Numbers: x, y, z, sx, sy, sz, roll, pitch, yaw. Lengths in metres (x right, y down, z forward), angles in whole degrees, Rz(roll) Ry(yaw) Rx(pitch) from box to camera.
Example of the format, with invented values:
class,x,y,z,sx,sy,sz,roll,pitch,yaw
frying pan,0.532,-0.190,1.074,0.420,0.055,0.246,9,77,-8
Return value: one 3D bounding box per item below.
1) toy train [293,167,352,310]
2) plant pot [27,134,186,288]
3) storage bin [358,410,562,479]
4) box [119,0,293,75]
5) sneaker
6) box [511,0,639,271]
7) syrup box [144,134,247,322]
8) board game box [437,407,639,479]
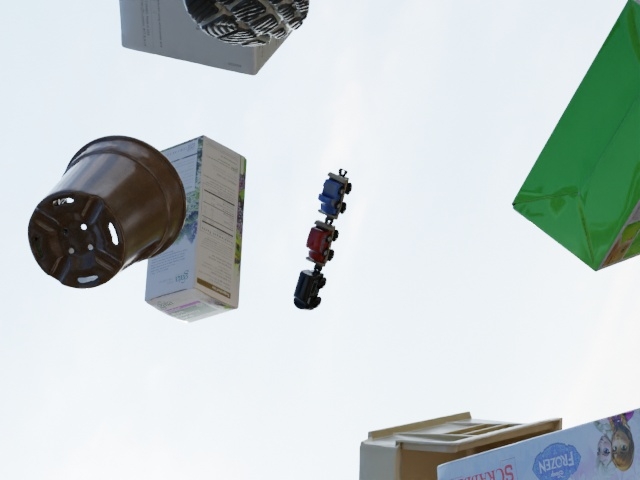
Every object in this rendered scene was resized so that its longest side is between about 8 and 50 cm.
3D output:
class,x,y,z,sx,sy,sz,roll,pitch,yaw
toy train,0.000,0.000,1.938,0.036,0.027,0.158,-8,-63,-54
plant pot,-0.267,-0.027,2.255,0.165,0.167,0.167,-51,-27,-66
storage bin,0.149,0.331,2.028,0.260,0.123,0.262,-3,-85,-56
box,-0.134,-0.310,2.155,0.119,0.182,0.181,-55,-28,-48
sneaker,-0.096,-0.278,1.706,0.275,0.107,0.110,46,-153,-49
box,0.353,-0.122,1.927,0.231,0.127,0.262,-13,-43,-52
syrup box,-0.171,-0.015,2.558,0.096,0.093,0.236,28,-125,-45
board game box,0.323,0.205,1.691,0.318,0.319,0.065,1,-105,-30
